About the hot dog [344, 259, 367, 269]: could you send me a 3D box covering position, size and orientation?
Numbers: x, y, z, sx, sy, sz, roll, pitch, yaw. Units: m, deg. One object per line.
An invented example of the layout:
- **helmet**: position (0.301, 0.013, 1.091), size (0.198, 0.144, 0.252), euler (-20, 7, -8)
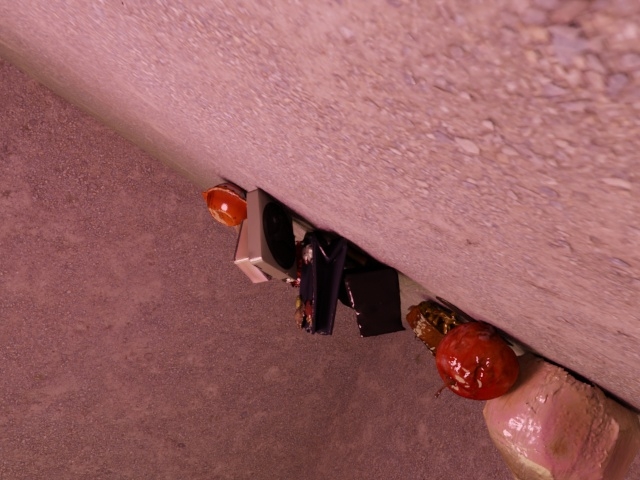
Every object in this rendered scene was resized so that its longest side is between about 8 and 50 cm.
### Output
- **hot dog**: position (0.153, 0.133, 1.639), size (0.192, 0.099, 0.053), euler (36, 145, 2)

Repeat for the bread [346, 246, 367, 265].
- **bread**: position (0.110, 0.052, 1.452), size (0.094, 0.035, 0.090), euler (32, 174, -4)

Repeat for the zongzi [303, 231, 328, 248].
- **zongzi**: position (0.000, 0.000, 1.573), size (0.103, 0.052, 0.113), euler (26, 164, -21)

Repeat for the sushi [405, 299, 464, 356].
- **sushi**: position (0.427, 0.314, 1.522), size (0.296, 0.179, 0.167), euler (50, -169, -22)

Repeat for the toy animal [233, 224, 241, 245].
- **toy animal**: position (-0.271, -0.069, 1.813), size (0.121, 0.233, 0.169), euler (82, 170, -69)

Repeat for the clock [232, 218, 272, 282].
- **clock**: position (-0.218, 0.031, 1.424), size (0.071, 0.192, 0.147), euler (-14, 138, 20)

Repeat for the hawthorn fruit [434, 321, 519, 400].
- **hawthorn fruit**: position (0.441, 0.381, 1.258), size (0.242, 0.271, 0.242), euler (55, 171, 14)

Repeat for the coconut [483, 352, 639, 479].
- **coconut**: position (0.690, 0.578, 1.262), size (0.404, 0.405, 0.404), euler (31, 174, 4)

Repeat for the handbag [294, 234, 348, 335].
- **handbag**: position (-0.013, 0.148, 1.393), size (0.121, 0.330, 0.303), euler (8, 177, -9)

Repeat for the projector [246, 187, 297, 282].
- **projector**: position (-0.153, -0.012, 1.405), size (0.079, 0.259, 0.257), euler (-15, 155, 18)

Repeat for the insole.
- **insole**: position (0.503, 0.267, 1.368), size (0.327, 0.007, 0.111), euler (33, 173, -15)

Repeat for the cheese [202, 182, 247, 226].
- **cheese**: position (-0.323, -0.129, 1.663), size (0.329, 0.129, 0.217), euler (16, 151, 15)

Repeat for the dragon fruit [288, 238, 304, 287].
- **dragon fruit**: position (-0.006, 0.091, 1.677), size (0.285, 0.228, 0.329), euler (6, 170, 26)

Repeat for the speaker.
- **speaker**: position (0.144, 0.188, 1.409), size (0.179, 0.184, 0.388), euler (-7, 180, -8)
